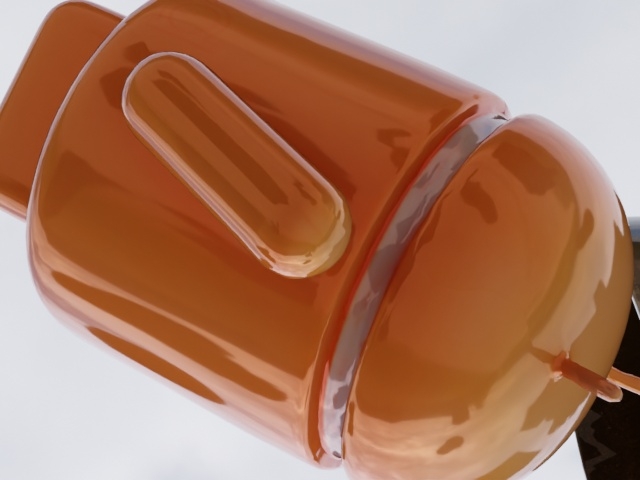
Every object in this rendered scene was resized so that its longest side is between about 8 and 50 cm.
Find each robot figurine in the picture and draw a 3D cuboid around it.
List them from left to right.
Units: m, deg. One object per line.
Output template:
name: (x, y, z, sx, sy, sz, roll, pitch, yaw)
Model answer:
robot figurine: (-0.001, 0.000, 0.454, 0.219, 0.158, 0.128, 26, -131, 21)

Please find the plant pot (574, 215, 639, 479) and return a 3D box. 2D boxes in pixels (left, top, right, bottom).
plant pot: (0.265, 0.076, 0.776, 0.230, 0.215, 0.215, -10, -121, -3)
